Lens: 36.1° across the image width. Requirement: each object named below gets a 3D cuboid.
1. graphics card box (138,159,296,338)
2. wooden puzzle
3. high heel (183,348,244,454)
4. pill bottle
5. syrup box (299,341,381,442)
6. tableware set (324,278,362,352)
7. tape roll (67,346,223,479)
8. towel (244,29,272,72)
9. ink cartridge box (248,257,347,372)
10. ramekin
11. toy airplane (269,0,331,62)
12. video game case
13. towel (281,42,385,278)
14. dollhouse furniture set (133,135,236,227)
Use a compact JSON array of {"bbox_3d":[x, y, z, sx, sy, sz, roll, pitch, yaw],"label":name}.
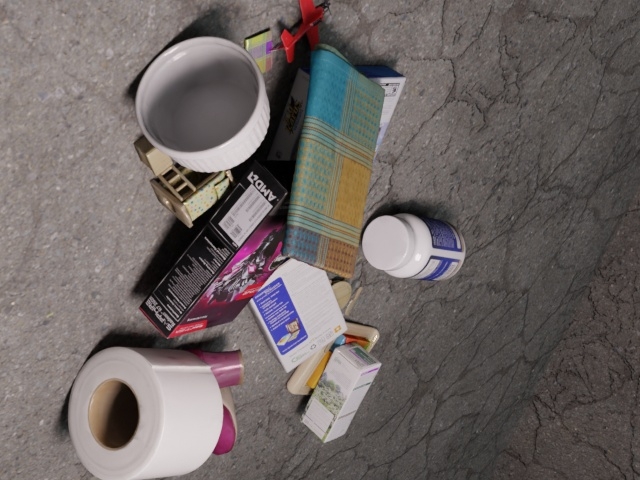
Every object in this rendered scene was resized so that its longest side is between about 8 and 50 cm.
[{"bbox_3d":[-0.144,0.014,1.807,0.371,0.094,0.233,-50,162,19],"label":"graphics card box"},{"bbox_3d":[0.041,0.306,2.488,0.221,0.044,0.238,-56,148,7],"label":"wooden puzzle"},{"bbox_3d":[-0.271,0.354,2.120,0.181,0.127,0.377,-4,135,-14],"label":"high heel"},{"bbox_3d":[0.220,0.015,2.322,0.264,0.153,0.153,9,115,-55],"label":"pill bottle"},{"bbox_3d":[0.049,0.377,2.442,0.096,0.093,0.237,-8,130,-53],"label":"syrup box"},{"bbox_3d":[0.005,0.173,2.314,0.128,0.039,0.194,15,107,-48],"label":"tableware set"},{"bbox_3d":[-0.328,0.323,1.841,0.169,0.246,0.246,12,112,-55],"label":"tape roll"},{"bbox_3d":[-0.108,-0.320,1.702,0.060,0.009,0.083,-30,141,-30],"label":"towel"},{"bbox_3d":[-0.063,0.126,2.120,0.176,0.069,0.371,-34,142,-12],"label":"ink cartridge box"},{"bbox_3d":[-0.177,-0.205,1.552,0.207,0.207,0.109,-48,157,-7],"label":"ramekin"},{"bbox_3d":[-0.031,-0.373,1.723,0.151,0.028,0.151,-35,142,-34],"label":"toy airplane"},{"bbox_3d":[0.026,-0.219,1.924,0.269,0.061,0.244,-11,130,-47],"label":"video game case"},{"bbox_3d":[0.023,-0.132,1.745,0.271,0.040,0.370,24,75,-62],"label":"towel"},{"bbox_3d":[-0.198,-0.143,1.675,0.182,0.101,0.161,-40,147,-18],"label":"dollhouse furniture set"}]
